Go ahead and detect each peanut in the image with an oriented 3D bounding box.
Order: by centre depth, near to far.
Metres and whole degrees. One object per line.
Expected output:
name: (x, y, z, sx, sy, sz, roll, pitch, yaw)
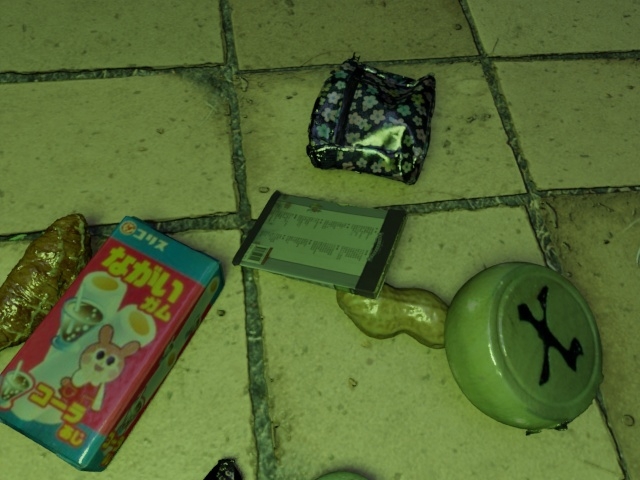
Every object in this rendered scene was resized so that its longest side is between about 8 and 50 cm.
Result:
peanut: (0.115, 0.107, 0.778, 0.193, 0.089, 0.089, 13, 64, 2)

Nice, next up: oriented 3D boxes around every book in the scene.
book: (0.000, 0.001, 0.805, 0.231, 0.026, 0.157, 11, 54, 23)

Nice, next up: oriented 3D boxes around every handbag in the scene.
handbag: (0.084, -0.197, 0.898, 0.208, 0.126, 0.228, 12, 64, 7)

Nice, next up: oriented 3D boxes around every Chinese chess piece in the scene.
Chinese chess piece: (0.285, 0.144, 0.735, 0.238, 0.092, 0.237, 9, 69, -25)

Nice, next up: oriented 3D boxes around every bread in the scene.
bread: (-0.383, 0.069, 0.734, 0.076, 0.105, 0.233, 27, 71, 14)

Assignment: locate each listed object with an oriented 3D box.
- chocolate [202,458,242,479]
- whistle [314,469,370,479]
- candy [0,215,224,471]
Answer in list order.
chocolate: (-0.167, 0.327, 0.653, 0.147, 0.070, 0.072, -19, 72, -9)
whistle: (-0.019, 0.365, 0.649, 0.258, 0.067, 0.126, -14, 53, -7)
candy: (-0.276, 0.131, 0.719, 0.157, 0.100, 0.305, 26, 65, 8)
